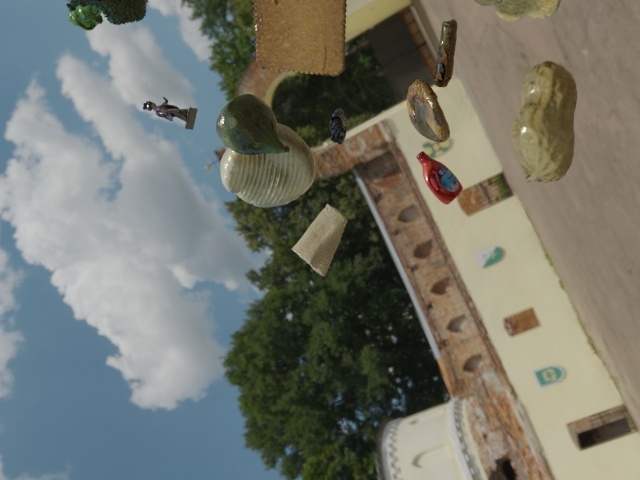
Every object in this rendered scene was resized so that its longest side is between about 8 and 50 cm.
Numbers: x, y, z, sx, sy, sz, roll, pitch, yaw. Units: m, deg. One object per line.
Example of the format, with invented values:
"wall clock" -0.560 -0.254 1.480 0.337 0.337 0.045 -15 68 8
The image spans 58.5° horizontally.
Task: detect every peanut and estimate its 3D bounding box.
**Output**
"peanut" 0.538 -0.287 1.377 0.159 0.143 0.291 7 -92 -55

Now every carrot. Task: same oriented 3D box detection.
"carrot" 0.444 -0.660 2.023 0.069 0.069 0.228 -85 -3 -63

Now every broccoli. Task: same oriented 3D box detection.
"broccoli" -0.624 -0.712 1.614 0.298 0.297 0.297 22 -134 -25

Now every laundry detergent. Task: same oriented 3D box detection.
"laundry detergent" 0.336 -0.186 1.660 0.165 0.049 0.097 47 -120 -5

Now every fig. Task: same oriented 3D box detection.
"fig" -0.215 -0.349 1.890 0.235 0.203 0.203 46 -166 7

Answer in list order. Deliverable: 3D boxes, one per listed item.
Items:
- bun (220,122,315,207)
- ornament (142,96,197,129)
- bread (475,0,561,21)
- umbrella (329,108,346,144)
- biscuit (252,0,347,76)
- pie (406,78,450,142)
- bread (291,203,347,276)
"bun" -0.200 -0.301 2.224 0.365 0.365 0.219 53 -161 -35
"ornament" -0.561 -0.486 2.115 0.203 0.081 0.088 23 -170 5
"bread" 0.543 -0.719 1.530 0.316 0.316 0.054 48 -123 -46
"umbrella" 0.068 -0.464 2.246 0.071 0.080 0.224 20 -146 -11
"biscuit" -0.052 -0.519 1.390 0.013 0.237 0.232 -67 -18 -51
"pie" 0.398 -0.474 2.115 0.273 0.069 0.273 59 172 13
"bread" 0.013 0.001 1.400 0.077 0.152 0.105 42 -178 29
